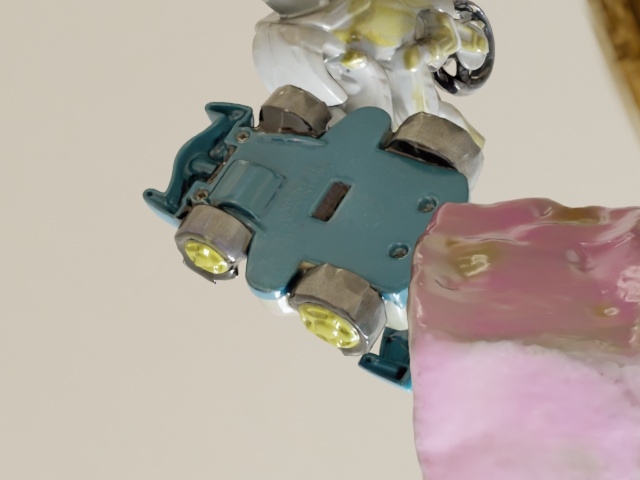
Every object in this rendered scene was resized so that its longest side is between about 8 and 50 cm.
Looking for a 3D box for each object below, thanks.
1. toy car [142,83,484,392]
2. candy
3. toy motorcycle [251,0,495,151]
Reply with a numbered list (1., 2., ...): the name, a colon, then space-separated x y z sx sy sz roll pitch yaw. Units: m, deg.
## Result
1. toy car: 0.000 0.000 0.985 0.126 0.161 0.098 -58 -30 -29
2. candy: 0.109 0.123 0.846 0.155 0.116 0.265 -76 -21 -69
3. toy motorcycle: 0.028 -0.109 1.153 0.228 0.074 0.151 26 -112 -47
